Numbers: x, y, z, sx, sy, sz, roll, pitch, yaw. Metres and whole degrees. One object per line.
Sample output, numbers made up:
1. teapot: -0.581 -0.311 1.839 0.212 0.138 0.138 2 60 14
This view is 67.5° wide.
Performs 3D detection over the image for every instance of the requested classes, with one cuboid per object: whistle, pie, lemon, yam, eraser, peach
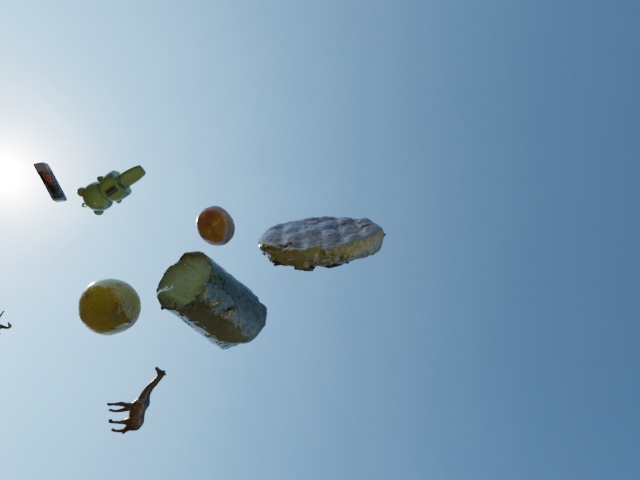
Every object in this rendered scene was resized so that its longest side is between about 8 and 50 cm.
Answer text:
1. whistle: -0.811 -0.206 1.866 0.288 0.106 0.131 -32 -62 2
2. pie: 0.000 0.000 1.270 0.339 0.339 0.083 3 -71 27
3. lemon: -0.842 0.267 1.925 0.253 0.228 0.229 1 -82 33
4. yam: -0.300 0.184 1.378 0.195 0.300 0.195 -22 -136 23
5. eraser: -0.560 -0.119 0.993 0.027 0.019 0.099 -9 -54 0
6. peach: -0.357 -0.046 1.638 0.138 0.138 0.138 4 -81 27

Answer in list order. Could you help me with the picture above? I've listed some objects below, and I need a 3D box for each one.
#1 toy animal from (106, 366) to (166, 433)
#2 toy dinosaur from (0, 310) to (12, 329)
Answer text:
1. toy animal: -0.717 0.629 1.890 0.066 0.229 0.225 122 -44 -62
2. toy dinosaur: -1.318 0.358 1.922 0.126 0.039 0.162 24 -105 26
